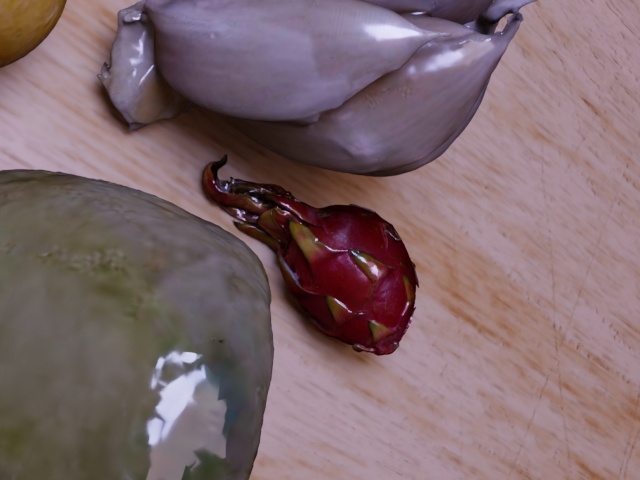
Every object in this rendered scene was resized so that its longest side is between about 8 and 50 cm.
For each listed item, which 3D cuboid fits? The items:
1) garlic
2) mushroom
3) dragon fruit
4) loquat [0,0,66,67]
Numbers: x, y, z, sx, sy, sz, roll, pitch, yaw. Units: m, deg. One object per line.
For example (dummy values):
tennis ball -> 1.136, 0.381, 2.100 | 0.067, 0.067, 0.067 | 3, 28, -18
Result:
garlic -> 0.013, -0.146, 0.706 | 0.237, 0.291, 0.210 | 21, 73, -74
mushroom -> -0.164, 0.084, 0.570 | 0.217, 0.212, 0.292 | 32, 74, -30
dragon fruit -> 0.000, 0.000, 0.764 | 0.190, 0.094, 0.094 | 46, 59, -8
loquat -> -0.213, -0.163, 0.599 | 0.141, 0.141, 0.141 | 6, 79, -35
